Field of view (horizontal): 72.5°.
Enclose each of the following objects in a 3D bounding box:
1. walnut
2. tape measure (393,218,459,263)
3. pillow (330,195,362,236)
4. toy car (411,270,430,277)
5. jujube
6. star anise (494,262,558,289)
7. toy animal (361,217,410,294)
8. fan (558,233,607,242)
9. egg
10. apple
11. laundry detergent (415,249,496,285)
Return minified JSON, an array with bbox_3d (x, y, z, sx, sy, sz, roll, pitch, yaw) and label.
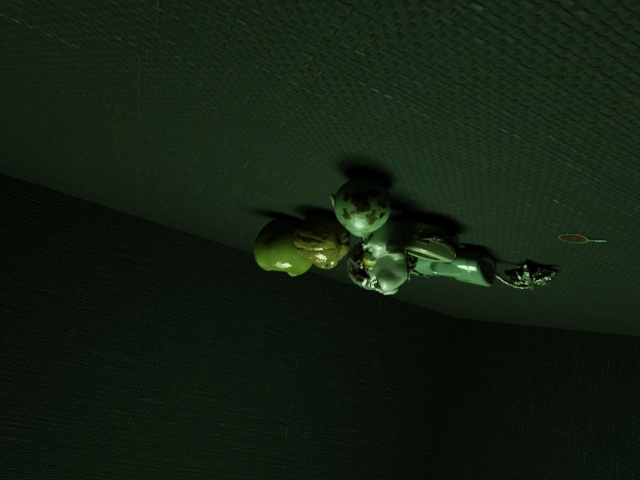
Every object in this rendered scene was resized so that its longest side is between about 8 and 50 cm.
[{"bbox_3d":[0.000,0.000,1.867,0.224,0.257,0.257,-16,-171,-36],"label":"walnut"},{"bbox_3d":[0.412,0.004,1.605,0.271,0.133,0.231,22,174,-30],"label":"tape measure"},{"bbox_3d":[0.116,-0.083,1.643,0.144,0.078,0.254,50,-176,24],"label":"pillow"},{"bbox_3d":[0.416,0.105,2.127,0.256,0.101,0.124,17,174,-3],"label":"toy car"},{"bbox_3d":[0.250,0.079,1.758,0.226,0.226,0.317,4,-164,42],"label":"jujube"},{"bbox_3d":[0.854,0.152,1.800,0.231,0.089,0.209,-19,143,38],"label":"star anise"},{"bbox_3d":[0.217,0.017,1.505,0.154,0.325,0.208,-7,166,0],"label":"toy animal"},{"bbox_3d":[0.813,-0.004,1.357,0.133,0.005,0.085,7,165,35],"label":"fan"},{"bbox_3d":[0.132,-0.106,1.331,0.169,0.169,0.231,10,-179,20],"label":"egg"},{"bbox_3d":[-0.156,0.028,2.087,0.295,0.258,0.233,16,168,-23],"label":"apple"},{"bbox_3d":[0.531,0.097,1.903,0.397,0.125,0.264,8,169,39],"label":"laundry detergent"}]
